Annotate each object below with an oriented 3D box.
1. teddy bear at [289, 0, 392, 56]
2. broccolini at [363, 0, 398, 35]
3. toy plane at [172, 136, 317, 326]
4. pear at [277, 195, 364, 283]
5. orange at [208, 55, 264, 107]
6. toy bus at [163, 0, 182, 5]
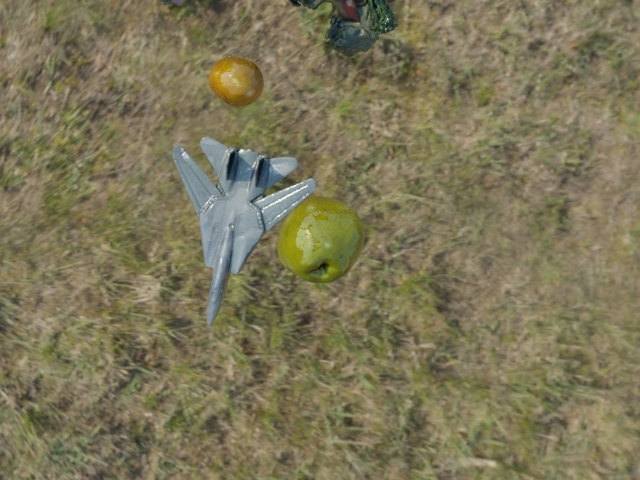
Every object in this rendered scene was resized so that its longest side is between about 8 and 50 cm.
[{"bbox_3d":[0.033,-0.568,1.721,0.367,0.357,0.224,25,40,-34],"label":"teddy bear"},{"bbox_3d":[0.052,-0.288,1.003,0.035,0.030,0.140,-46,125,-38],"label":"broccolini"},{"bbox_3d":[-0.130,-0.006,1.362,0.212,0.088,0.267,13,106,2],"label":"toy plane"},{"bbox_3d":[0.001,0.000,2.026,0.198,0.198,0.198,1,88,-24],"label":"pear"},{"bbox_3d":[-0.124,-0.234,1.379,0.083,0.083,0.070,29,85,-21],"label":"orange"},{"bbox_3d":[-0.281,-0.439,1.572,0.130,0.037,0.052,11,112,-55],"label":"toy bus"}]
